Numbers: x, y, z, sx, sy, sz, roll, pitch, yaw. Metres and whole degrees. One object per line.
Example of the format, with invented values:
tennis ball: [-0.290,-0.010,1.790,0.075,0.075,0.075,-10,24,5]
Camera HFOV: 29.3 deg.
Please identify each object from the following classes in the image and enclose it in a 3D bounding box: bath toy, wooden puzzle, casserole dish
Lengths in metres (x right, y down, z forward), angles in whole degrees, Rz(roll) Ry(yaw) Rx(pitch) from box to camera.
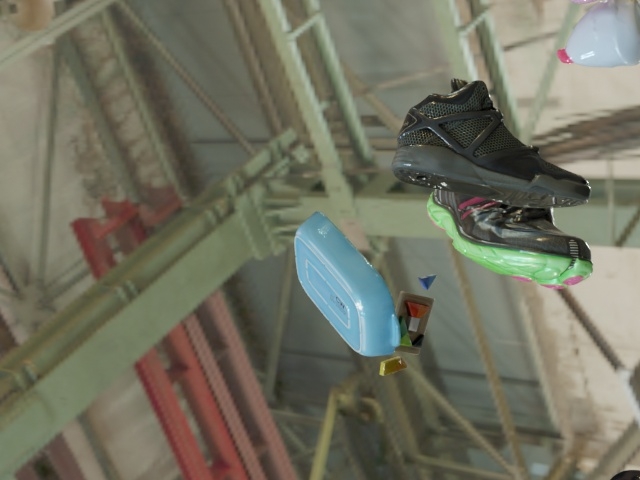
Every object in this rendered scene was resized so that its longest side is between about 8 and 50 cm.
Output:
bath toy: [0.321,-0.372,1.619,0.348,0.129,0.151,56,-146,-25]
wooden puzzle: [0.102,0.095,1.375,0.078,0.014,0.116,3,-80,-52]
casserole dish: [0.022,0.050,1.303,0.037,0.188,0.114,-24,-44,-20]

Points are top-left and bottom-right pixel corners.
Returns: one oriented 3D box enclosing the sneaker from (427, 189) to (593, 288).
sneaker: [0.332,-0.059,2.180,0.185,0.483,0.202,17,-76,-25]

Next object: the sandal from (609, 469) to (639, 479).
sandal: [0.431,0.286,1.320,0.054,0.254,0.097,61,-148,-43]

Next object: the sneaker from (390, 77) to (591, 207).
sneaker: [0.200,-0.109,1.363,0.227,0.087,0.130,13,-102,-5]
